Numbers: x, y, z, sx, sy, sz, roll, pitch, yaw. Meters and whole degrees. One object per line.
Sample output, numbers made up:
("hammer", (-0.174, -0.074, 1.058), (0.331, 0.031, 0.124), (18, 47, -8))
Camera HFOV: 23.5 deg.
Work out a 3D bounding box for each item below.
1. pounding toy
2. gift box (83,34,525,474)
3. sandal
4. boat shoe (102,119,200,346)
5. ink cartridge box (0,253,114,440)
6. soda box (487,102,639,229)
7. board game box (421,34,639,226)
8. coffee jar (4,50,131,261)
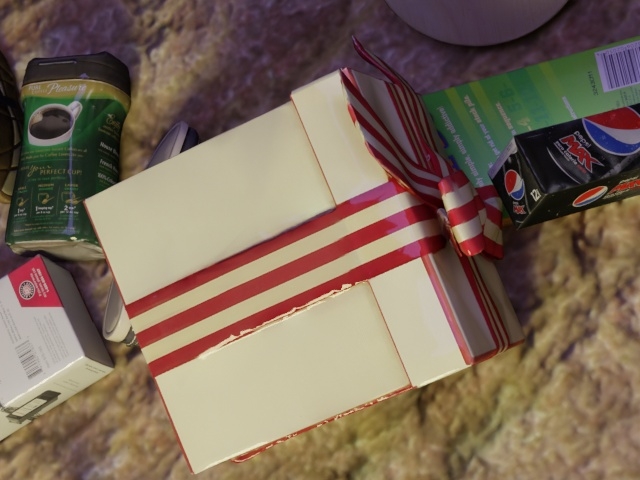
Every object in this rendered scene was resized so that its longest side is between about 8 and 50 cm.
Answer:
("pounding toy", (0.140, -0.289, 1.288), (0.183, 0.110, 0.236), (20, 120, -7))
("gift box", (0.000, 0.000, 1.151), (0.258, 0.255, 0.276), (-23, 89, 15))
("sandal", (-0.307, -0.107, 1.417), (0.049, 0.072, 0.180), (-31, 65, 24))
("boat shoe", (-0.132, -0.003, 1.343), (0.065, 0.075, 0.206), (21, 72, -21))
("ink cartridge box", (-0.274, 0.101, 1.346), (0.150, 0.063, 0.109), (-31, 68, 8))
("soda box", (0.214, -0.062, 1.153), (0.169, 0.060, 0.053), (-16, 68, -25))
("board game box", (0.165, -0.078, 1.266), (0.260, 0.039, 0.124), (-14, 73, 11))
("coffee jar", (-0.222, -0.076, 1.370), (0.096, 0.079, 0.184), (-2, 75, 21))
